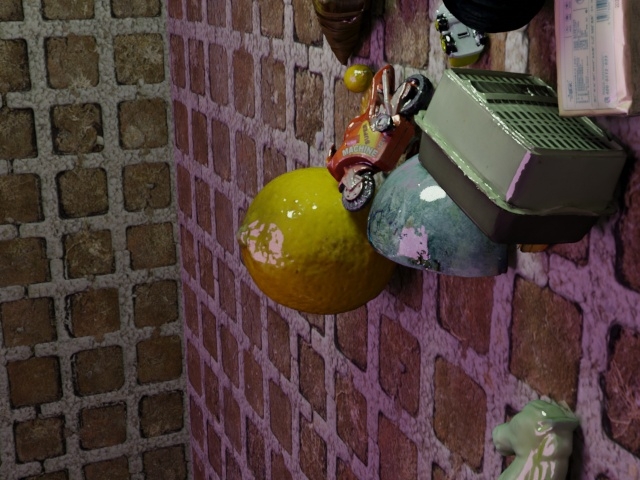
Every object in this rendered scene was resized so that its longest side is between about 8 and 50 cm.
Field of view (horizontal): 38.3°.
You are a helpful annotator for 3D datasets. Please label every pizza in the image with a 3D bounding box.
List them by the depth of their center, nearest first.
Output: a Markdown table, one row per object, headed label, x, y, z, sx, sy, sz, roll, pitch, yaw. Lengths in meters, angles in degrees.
| label | x | y | z | sx | sy | sz | roll | pitch | yaw |
| --- | --- | --- | --- | --- | --- | --- | --- | --- | --- |
| pizza | 0.119 | -0.264 | 1.939 | 0.099 | 0.036 | 0.160 | -146 | 53 | -61 |

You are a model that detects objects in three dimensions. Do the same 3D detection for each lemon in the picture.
| label | x | y | z | sx | sy | sz | roll | pitch | yaw |
| --- | --- | --- | --- | --- | --- | --- | --- | --- | --- |
| lemon | 0.002 | 0.000 | 1.920 | 0.336 | 0.336 | 0.336 | 172 | 90 | -68 |
| lemon | 0.082 | -0.347 | 1.967 | 0.083 | 0.062 | 0.062 | 149 | 112 | -66 |

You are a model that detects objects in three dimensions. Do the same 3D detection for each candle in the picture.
| label | x | y | z | sx | sy | sz | roll | pitch | yaw |
| --- | --- | --- | --- | --- | --- | --- | --- | --- | --- |
| candle | 0.177 | -0.133 | 1.827 | 0.053 | 0.048 | 0.162 | -97 | 11 | -58 |

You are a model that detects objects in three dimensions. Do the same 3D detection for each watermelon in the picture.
| label | x | y | z | sx | sy | sz | roll | pitch | yaw |
| --- | --- | --- | --- | --- | --- | --- | --- | --- | --- |
| watermelon | 0.189 | -0.068 | 1.636 | 0.322 | 0.188 | 0.175 | -138 | 44 | -56 |

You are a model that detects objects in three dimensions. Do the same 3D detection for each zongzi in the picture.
| label | x | y | z | sx | sy | sz | roll | pitch | yaw |
| --- | --- | --- | --- | --- | --- | --- | --- | --- | --- |
| zongzi | 0.041 | -0.548 | 1.962 | 0.288 | 0.134 | 0.286 | 78 | -172 | -71 |

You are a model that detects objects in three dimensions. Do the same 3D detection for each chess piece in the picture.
| label | x | y | z | sx | sy | sz | roll | pitch | yaw |
| --- | --- | --- | --- | --- | --- | --- | --- | --- | --- |
| chess piece | 0.341 | 0.409 | 1.513 | 0.176 | 0.176 | 0.298 | -178 | 94 | -67 |

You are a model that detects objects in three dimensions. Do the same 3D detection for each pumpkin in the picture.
| label | x | y | z | sx | sy | sz | roll | pitch | yaw |
| --- | --- | --- | --- | --- | --- | --- | --- | --- | --- |
| pumpkin | 0.227 | -0.430 | 1.323 | 0.248 | 0.248 | 0.248 | 172 | 90 | -68 |

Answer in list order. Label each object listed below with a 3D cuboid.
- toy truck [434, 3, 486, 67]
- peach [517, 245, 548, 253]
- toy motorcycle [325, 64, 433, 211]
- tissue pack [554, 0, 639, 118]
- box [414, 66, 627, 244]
| label | x | y | z | sx | sy | sz | roll | pitch | yaw |
| --- | --- | --- | --- | --- | --- | --- | --- | --- | --- |
| toy truck | 0.237 | -0.356 | 1.592 | 0.077 | 0.076 | 0.111 | 86 | 170 | -70 |
| peach | 0.342 | -0.017 | 1.460 | 0.077 | 0.050 | 0.083 | -91 | 7 | -81 |
| toy motorcycle | 0.103 | -0.199 | 1.781 | 0.298 | 0.089 | 0.171 | -60 | 32 | 0 |
| tissue pack | 0.385 | -0.262 | 1.226 | 0.148 | 0.092 | 0.196 | -165 | 71 | -66 |
| box | 0.284 | -0.126 | 1.351 | 0.290 | 0.221 | 0.166 | 57 | 138 | 46 |
